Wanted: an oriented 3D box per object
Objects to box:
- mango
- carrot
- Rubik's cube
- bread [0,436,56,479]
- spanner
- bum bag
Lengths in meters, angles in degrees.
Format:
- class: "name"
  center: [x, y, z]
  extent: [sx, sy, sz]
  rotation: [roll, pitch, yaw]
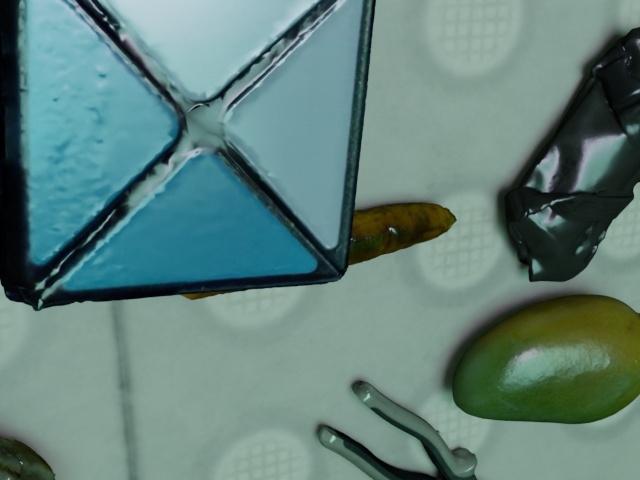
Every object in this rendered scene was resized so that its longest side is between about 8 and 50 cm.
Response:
- class: "mango"
  center: [0.272, 0.140, 0.994]
  extent: [0.251, 0.114, 0.156]
  rotation: [-2, 120, -11]
- class: "carrot"
  center: [0.000, 0.000, 0.848]
  extent: [0.314, 0.066, 0.066]
  rotation: [-12, 113, -24]
- class: "Rubik's cube"
  center: [-0.117, -0.113, 0.643]
  extent: [0.248, 0.250, 0.246]
  rotation: [-3, 110, -21]
- class: "bread"
  center: [-0.332, 0.224, 0.710]
  extent: [0.124, 0.186, 0.257]
  rotation: [-46, 112, 2]
- class: "spanner"
  center: [0.131, 0.273, 1.016]
  extent: [0.325, 0.040, 0.095]
  rotation: [40, 91, -29]
- class: "bum bag"
  center: [0.308, -0.098, 0.934]
  extent: [0.142, 0.080, 0.326]
  rotation: [26, 96, -33]
